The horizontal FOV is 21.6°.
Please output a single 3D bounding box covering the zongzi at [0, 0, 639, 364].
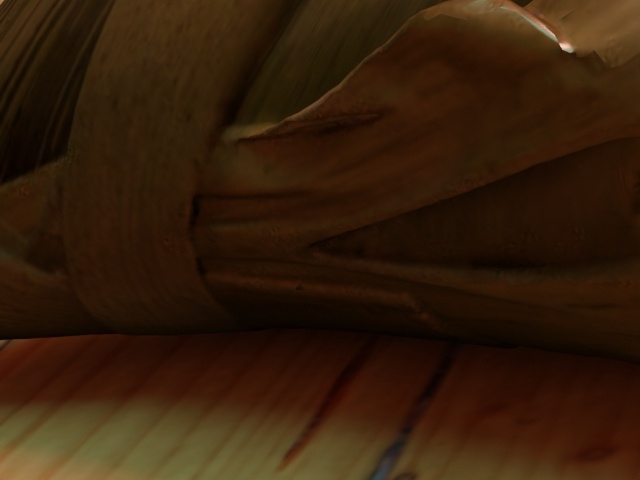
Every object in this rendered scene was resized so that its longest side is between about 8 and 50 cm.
[{"bbox_3d":[0.013,0.014,0.561,0.467,0.218,0.500,-43,31,5],"label":"zongzi"}]
